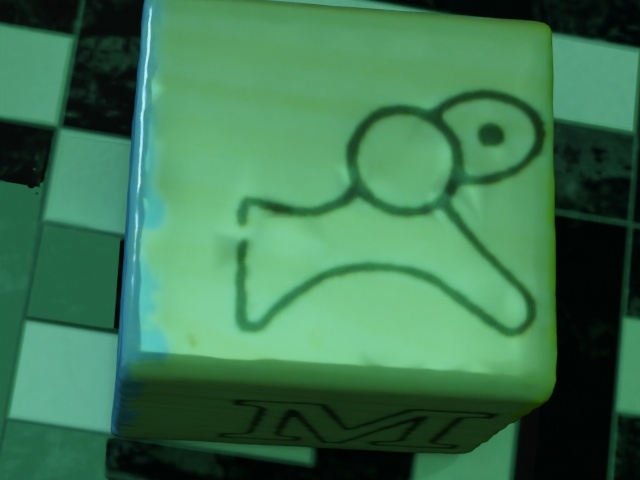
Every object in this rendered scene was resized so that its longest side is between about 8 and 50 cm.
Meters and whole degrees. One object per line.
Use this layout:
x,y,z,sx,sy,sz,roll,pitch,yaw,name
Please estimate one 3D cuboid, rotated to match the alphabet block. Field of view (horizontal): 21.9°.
0.000,0.000,0.833,0.197,0.193,0.192,5,75,-7,alphabet block
